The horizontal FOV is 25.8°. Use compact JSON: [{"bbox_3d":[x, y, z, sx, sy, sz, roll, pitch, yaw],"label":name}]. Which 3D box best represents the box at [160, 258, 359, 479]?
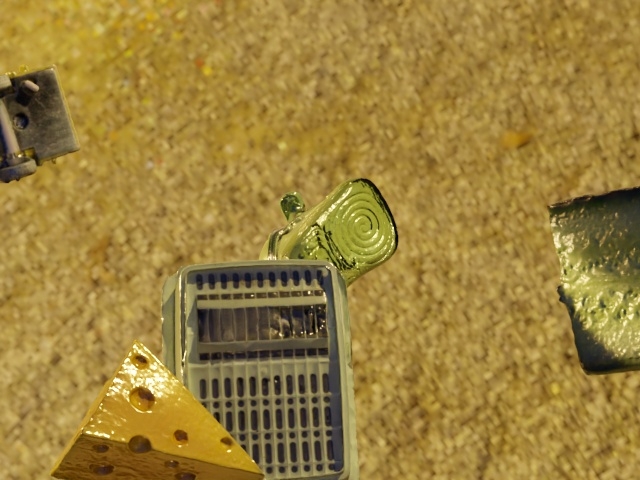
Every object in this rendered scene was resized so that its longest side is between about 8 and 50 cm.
[{"bbox_3d":[-0.069,0.161,1.592,0.221,0.166,0.290,-1,75,-7],"label":"box"}]

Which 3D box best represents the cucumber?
[{"bbox_3d":[0.208,0.026,0.881,0.115,0.062,0.116,-12,78,43],"label":"cucumber"}]

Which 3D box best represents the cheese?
[{"bbox_3d":[-0.142,0.199,1.317,0.093,0.171,0.126,-49,11,45],"label":"cheese"}]

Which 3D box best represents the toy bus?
[{"bbox_3d":[-0.287,-0.062,1.000,0.226,0.081,0.074,-23,10,-33],"label":"toy bus"}]

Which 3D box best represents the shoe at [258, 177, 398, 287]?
[{"bbox_3d":[0.005,-0.002,1.988,0.128,0.140,0.262,-2,28,34],"label":"shoe"}]
